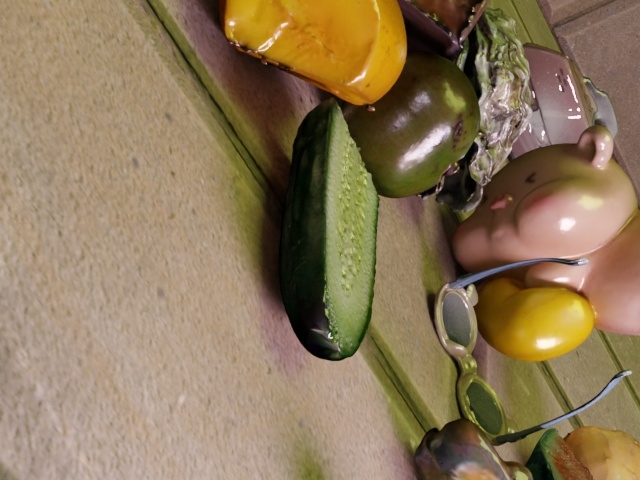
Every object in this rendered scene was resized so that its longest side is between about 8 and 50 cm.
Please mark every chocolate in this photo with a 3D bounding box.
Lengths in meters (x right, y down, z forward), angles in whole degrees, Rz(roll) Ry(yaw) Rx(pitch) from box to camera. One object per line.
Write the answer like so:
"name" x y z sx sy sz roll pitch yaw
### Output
"chocolate" 0.123 -0.267 1.150 0.112 0.112 0.321 38 1 -4

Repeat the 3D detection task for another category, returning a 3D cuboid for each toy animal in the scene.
"toy animal" 0.299 -0.002 1.230 0.278 0.345 0.246 -26 105 -38

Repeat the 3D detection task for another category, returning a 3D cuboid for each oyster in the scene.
"oyster" 0.181 -0.165 1.220 0.198 0.112 0.267 -167 -85 -80

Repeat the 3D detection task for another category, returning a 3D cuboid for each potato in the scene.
"potato" 0.324 0.330 1.193 0.150 0.146 0.233 13 62 -11

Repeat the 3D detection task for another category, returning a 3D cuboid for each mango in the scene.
"mango" -0.001 -0.215 0.962 0.187 0.138 0.257 36 13 -8

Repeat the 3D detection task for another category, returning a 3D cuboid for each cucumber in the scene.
"cucumber" 0.000 0.000 0.860 0.243 0.063 0.115 -84 150 -49

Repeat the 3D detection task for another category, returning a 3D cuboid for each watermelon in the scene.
"watermelon" 0.227 0.281 1.003 0.231 0.128 0.146 64 3 39

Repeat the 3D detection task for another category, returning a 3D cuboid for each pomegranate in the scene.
"pomegranate" 0.083 -0.135 1.091 0.131 0.152 0.191 42 12 -35

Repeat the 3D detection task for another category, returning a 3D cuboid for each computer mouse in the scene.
"computer mouse" 0.389 -0.217 1.796 0.389 0.200 0.115 50 40 -35

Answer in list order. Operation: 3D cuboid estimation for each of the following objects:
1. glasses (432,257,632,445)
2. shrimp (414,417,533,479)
"glasses" 0.203 0.107 1.078 0.088 0.220 0.189 -7 74 -27
"shrimp" 0.164 0.368 0.855 0.221 0.110 0.445 3 64 -44
